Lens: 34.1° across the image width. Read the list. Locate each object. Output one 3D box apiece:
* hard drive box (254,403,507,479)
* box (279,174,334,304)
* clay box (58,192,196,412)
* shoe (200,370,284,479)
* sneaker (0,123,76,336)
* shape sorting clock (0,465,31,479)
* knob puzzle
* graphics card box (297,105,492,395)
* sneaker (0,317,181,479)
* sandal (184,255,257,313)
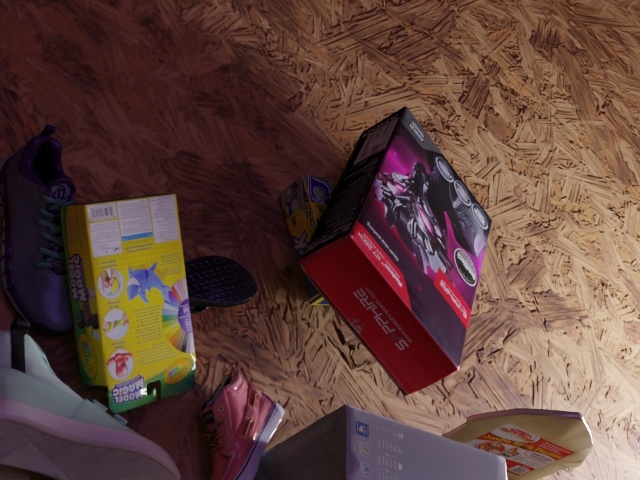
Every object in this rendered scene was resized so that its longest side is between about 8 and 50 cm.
[{"bbox_3d":[0.068,0.283,1.178,0.232,0.181,0.089,22,51,-28],"label":"hard drive box"},{"bbox_3d":[0.000,0.000,1.397,0.054,0.059,0.169,3,61,-41],"label":"box"},{"bbox_3d":[-0.206,0.065,1.132,0.127,0.053,0.222,-10,97,-48],"label":"clay box"},{"bbox_3d":[-0.107,0.224,1.157,0.081,0.063,0.178,42,38,-9],"label":"shoe"},{"bbox_3d":[-0.297,-0.012,1.119,0.083,0.098,0.224,-1,63,-41],"label":"sneaker"},{"bbox_3d":[-0.349,0.263,0.932,0.206,0.040,0.206,14,56,-22],"label":"shape sorting clock"},{"bbox_3d":[0.267,0.254,1.359,0.213,0.213,0.030,26,49,-25],"label":"knob puzzle"},{"bbox_3d":[0.115,0.000,1.410,0.233,0.094,0.371,50,31,-16],"label":"graphics card box"},{"bbox_3d":[-0.247,0.171,1.048,0.256,0.094,0.151,36,18,-40],"label":"sneaker"},{"bbox_3d":[-0.163,0.059,1.240,0.179,0.040,0.067,-6,61,-27],"label":"sandal"}]
